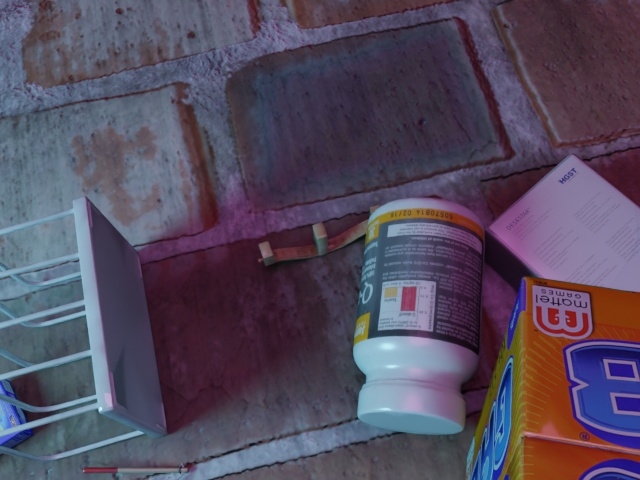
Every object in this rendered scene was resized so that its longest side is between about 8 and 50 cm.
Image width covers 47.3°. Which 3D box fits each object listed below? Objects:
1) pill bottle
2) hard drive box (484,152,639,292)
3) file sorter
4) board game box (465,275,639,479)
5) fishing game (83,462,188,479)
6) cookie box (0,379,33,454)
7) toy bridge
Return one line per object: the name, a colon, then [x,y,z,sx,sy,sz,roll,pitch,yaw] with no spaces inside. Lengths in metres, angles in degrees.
pill bottle: [0.127,0.098,0.946,0.162,0.162,0.278,6,66,6]
hard drive box: [0.365,0.023,1.004,0.181,0.089,0.232,-39,69,-13]
file sorter: [-0.330,0.124,0.950,0.173,0.193,0.277,-15,66,0]
board game box: [0.330,0.302,0.682,0.357,0.356,0.356,8,46,7]
fishing game: [-0.233,0.410,0.896,0.189,0.041,0.264,0,60,-5]
cookie box: [-0.457,0.250,0.980,0.107,0.040,0.092,-31,68,-11]
toy bridge: [0.000,0.000,1.052,0.188,0.063,0.026,-18,66,-6]
